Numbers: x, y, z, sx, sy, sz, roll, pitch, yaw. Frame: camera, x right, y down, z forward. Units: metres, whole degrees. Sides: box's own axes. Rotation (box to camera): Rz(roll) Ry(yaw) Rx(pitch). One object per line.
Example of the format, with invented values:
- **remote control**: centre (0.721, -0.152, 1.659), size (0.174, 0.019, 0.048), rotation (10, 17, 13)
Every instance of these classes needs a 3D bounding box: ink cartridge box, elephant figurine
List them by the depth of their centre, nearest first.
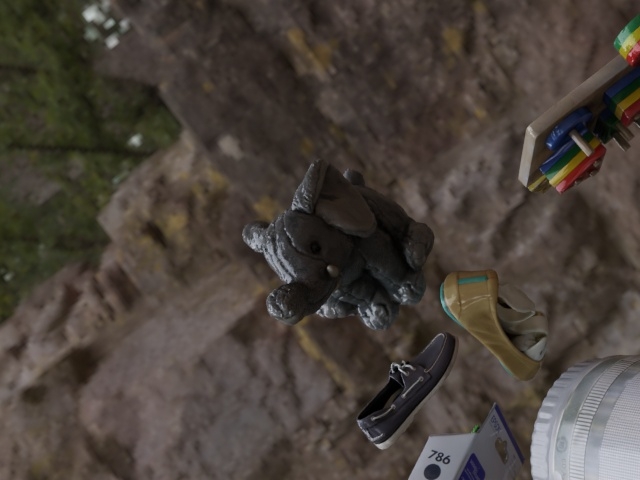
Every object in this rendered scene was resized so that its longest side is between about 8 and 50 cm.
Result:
- **elephant figurine**: centre (0.000, 0.000, 1.518), size (0.186, 0.169, 0.239), rotation (21, -177, 42)
- **ink cartridge box**: centre (0.137, 0.362, 1.734), size (0.065, 0.333, 0.165), rotation (16, 153, 33)

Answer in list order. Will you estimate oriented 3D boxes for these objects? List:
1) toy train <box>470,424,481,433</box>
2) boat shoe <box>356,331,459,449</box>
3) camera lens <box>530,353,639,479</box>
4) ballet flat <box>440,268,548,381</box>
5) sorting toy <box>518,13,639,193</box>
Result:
- **toy train**: centre (0.219, 0.290, 2.084), size (0.017, 0.023, 0.083), rotation (48, -157, 4)
- **boat shoe**: centre (0.130, 0.210, 2.130), size (0.065, 0.206, 0.075), rotation (41, 166, -17)
- **camera lens**: centre (0.386, 0.234, 1.497), size (0.219, 0.274, 0.219), rotation (-2, -86, -40)
- **ballet flat**: centre (0.213, 0.096, 1.591), size (0.232, 0.073, 0.080), rotation (37, -138, -50)
- **sorting toy**: centre (0.238, -0.094, 1.242), size (0.046, 0.132, 0.274), rotation (51, 173, 16)
